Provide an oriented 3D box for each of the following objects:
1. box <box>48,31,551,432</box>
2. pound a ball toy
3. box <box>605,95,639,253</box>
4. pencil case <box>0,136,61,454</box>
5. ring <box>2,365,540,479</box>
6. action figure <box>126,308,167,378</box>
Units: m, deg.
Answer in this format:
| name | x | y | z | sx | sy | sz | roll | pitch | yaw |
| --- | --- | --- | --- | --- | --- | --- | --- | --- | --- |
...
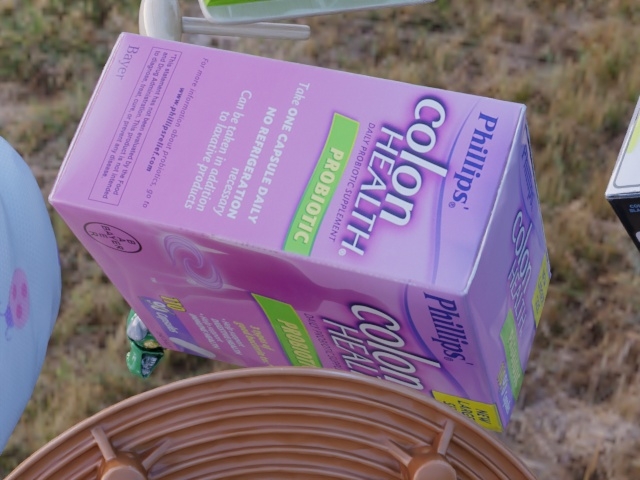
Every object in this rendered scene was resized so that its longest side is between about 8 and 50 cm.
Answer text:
| name | x | y | z | sx | sy | sz | roll | pitch | yaw |
| --- | --- | --- | --- | --- | --- | --- | --- | --- | --- |
| box | 0.000 | 0.000 | 0.879 | 0.243 | 0.213 | 0.117 | 12 | 67 | 18 |
| pound a ball toy | -0.024 | -0.298 | 1.527 | 0.319 | 0.208 | 0.136 | -9 | 76 | -21 |
| box | 0.332 | -0.008 | 1.137 | 0.087 | 0.290 | 0.169 | -2 | 51 | 38 |
| pencil case | -0.156 | 0.066 | 0.345 | 0.124 | 0.114 | 0.273 | 4 | 36 | 9 |
| ring | -0.024 | 0.222 | 0.687 | 0.336 | 0.337 | 0.032 | -2 | 13 | -10 |
| action figure | -0.126 | 0.044 | 1.470 | 0.137 | 0.232 | 0.063 | 13 | 29 | -46 |
